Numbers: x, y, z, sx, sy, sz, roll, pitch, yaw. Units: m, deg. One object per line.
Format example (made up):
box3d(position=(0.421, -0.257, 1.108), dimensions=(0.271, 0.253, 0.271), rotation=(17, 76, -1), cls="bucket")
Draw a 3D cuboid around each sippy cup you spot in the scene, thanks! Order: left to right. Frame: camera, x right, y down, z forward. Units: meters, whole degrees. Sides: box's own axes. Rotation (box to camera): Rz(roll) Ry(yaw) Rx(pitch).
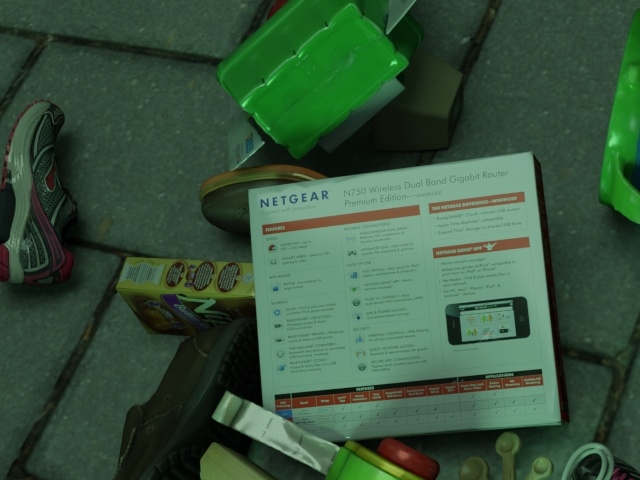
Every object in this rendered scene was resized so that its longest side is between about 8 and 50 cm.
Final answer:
box3d(position=(0.451, -0.134, 1.636), dimensions=(0.224, 0.240, 0.305), rotation=(12, 85, 14), cls="sippy cup")

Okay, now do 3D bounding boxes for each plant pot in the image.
box3d(position=(0.129, -0.177, 1.841), dimensions=(0.096, 0.109, 0.109), rotation=(15, 62, 14), cls="plant pot")

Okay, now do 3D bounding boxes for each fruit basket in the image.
box3d(position=(0.006, -0.253, 1.835), dimensions=(0.327, 0.165, 0.353), rotation=(-41, 16, 15), cls="fruit basket")

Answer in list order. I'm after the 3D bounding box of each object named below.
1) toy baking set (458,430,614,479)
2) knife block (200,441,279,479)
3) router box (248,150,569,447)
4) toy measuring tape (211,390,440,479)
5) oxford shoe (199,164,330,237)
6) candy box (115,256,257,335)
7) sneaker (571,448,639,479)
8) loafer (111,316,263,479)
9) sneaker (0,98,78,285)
box3d(position=(0.215, 0.293, 1.475), dimensions=(0.256, 0.030, 0.196), rotation=(4, 66, 41), cls="toy baking set")
box3d(position=(0.010, 0.331, 1.502), dimensions=(0.242, 0.088, 0.275), rotation=(-15, 67, 14), cls="knife block")
box3d(position=(0.097, 0.072, 1.613), dimensions=(0.335, 0.082, 0.301), rotation=(-6, 80, 15), cls="router box")
box3d(position=(0.018, 0.238, 1.503), dimensions=(0.330, 0.121, 0.121), rotation=(26, 67, 19), cls="toy measuring tape")
box3d(position=(0.000, 0.000, 1.746), dimensions=(0.364, 0.130, 0.132), rotation=(11, 66, 25), cls="oxford shoe")
box3d(position=(-0.143, 0.072, 1.752), dimensions=(0.187, 0.109, 0.053), rotation=(1, 56, 20), cls="candy box")
box3d(position=(0.324, 0.267, 1.478), dimensions=(0.063, 0.075, 0.170), rotation=(-39, 53, -10), cls="sneaker")
box3d(position=(-0.168, 0.251, 1.642), dimensions=(0.130, 0.134, 0.366), rotation=(-5, 43, 41), cls="loafer")
box3d(position=(-0.379, -0.060, 1.936), dimensions=(0.112, 0.121, 0.299), rotation=(9, 54, -11), cls="sneaker")
